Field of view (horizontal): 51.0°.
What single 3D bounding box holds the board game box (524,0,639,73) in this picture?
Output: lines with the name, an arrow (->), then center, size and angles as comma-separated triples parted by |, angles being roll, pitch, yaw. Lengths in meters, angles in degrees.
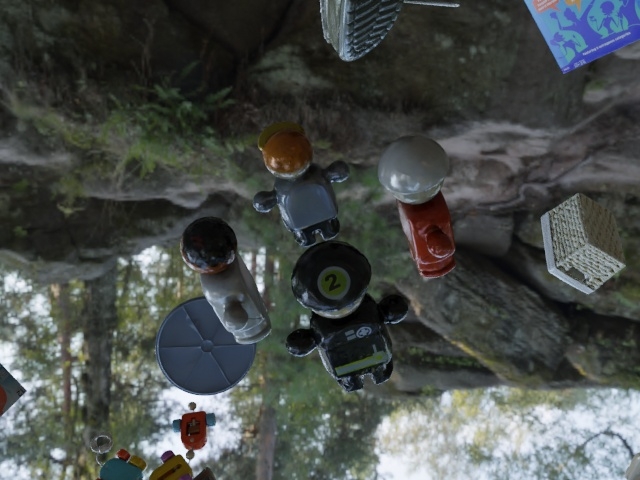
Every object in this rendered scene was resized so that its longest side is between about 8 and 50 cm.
board game box -> 0.391, -0.378, 1.001 | 0.160, 0.210, 0.047 | -21, -163, 49

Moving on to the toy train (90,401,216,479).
toy train -> -0.217, 0.288, 0.892 | 0.167, 0.046, 0.125 | -12, -139, -5

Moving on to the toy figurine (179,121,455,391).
toy figurine -> 0.000, 0.000, 0.590 | 0.210, 0.148, 0.213 | 17, -125, 33

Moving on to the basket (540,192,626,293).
basket -> 0.522, 0.001, 1.339 | 0.113, 0.103, 0.167 | 27, -137, -16

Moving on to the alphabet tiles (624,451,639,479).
alphabet tiles -> 0.468, 0.369, 0.931 | 0.284, 0.277, 0.021 | -3, -145, -16

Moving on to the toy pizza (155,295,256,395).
toy pizza -> -0.231, 0.212, 1.359 | 0.202, 0.201, 0.032 | -1, 179, -13

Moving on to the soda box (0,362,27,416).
soda box -> -0.452, 0.231, 0.819 | 0.063, 0.058, 0.183 | -25, -161, 38

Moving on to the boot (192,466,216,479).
boot -> -0.225, 0.435, 1.162 | 0.087, 0.042, 0.118 | -31, 170, -10

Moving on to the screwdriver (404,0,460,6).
screwdriver -> 0.096, -0.263, 0.745 | 0.024, 0.025, 0.170 | 17, -165, -36

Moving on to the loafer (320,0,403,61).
loafer -> 0.030, -0.303, 0.671 | 0.094, 0.251, 0.087 | -32, -127, -30
